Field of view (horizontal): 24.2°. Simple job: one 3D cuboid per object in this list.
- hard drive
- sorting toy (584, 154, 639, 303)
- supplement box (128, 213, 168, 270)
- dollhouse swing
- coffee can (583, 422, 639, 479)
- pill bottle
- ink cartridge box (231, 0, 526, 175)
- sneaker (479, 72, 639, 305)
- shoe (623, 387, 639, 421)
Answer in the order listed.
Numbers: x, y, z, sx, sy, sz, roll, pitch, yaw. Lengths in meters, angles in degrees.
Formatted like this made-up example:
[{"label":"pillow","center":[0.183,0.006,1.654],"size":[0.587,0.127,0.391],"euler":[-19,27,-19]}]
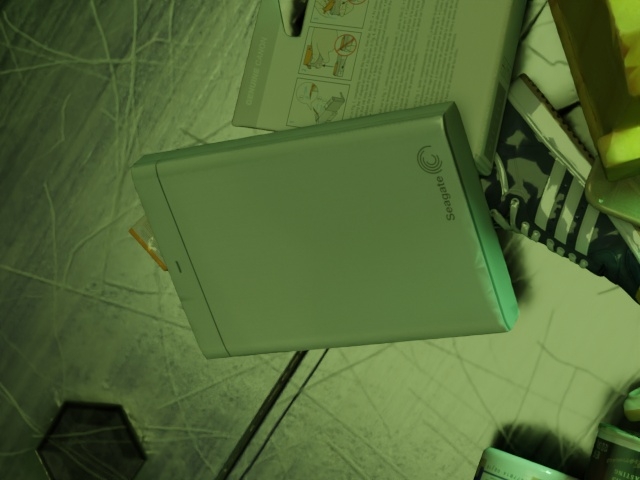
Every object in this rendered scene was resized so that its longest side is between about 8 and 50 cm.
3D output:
[{"label":"hard drive","center":[0.000,0.000,1.495],"size":[0.353,0.047,0.233],"euler":[-8,114,28]},{"label":"sorting toy","center":[0.372,-0.039,1.435],"size":[0.229,0.041,0.307],"euler":[24,65,8]},{"label":"supplement box","center":[-0.150,-0.022,1.616],"size":[0.098,0.036,0.062],"euler":[-43,84,11]},{"label":"dollhouse swing","center":[0.322,-0.266,1.303],"size":[0.315,0.305,0.346],"euler":[-14,81,-10]},{"label":"coffee can","center":[0.325,0.335,1.430],"size":[0.202,0.201,0.275],"euler":[16,87,11]},{"label":"pill bottle","center":[0.187,0.313,1.505],"size":[0.112,0.112,0.186],"euler":[19,84,11]},{"label":"ink cartridge box","center":[0.070,-0.228,1.508],"size":[0.261,0.066,0.296],"euler":[9,80,21]},{"label":"sneaker","center":[0.229,-0.013,1.501],"size":[0.153,0.099,0.282],"euler":[-36,79,8]},{"label":"shoe","center":[0.395,0.114,1.488],"size":[0.219,0.076,0.058],"euler":[-27,85,5]}]
